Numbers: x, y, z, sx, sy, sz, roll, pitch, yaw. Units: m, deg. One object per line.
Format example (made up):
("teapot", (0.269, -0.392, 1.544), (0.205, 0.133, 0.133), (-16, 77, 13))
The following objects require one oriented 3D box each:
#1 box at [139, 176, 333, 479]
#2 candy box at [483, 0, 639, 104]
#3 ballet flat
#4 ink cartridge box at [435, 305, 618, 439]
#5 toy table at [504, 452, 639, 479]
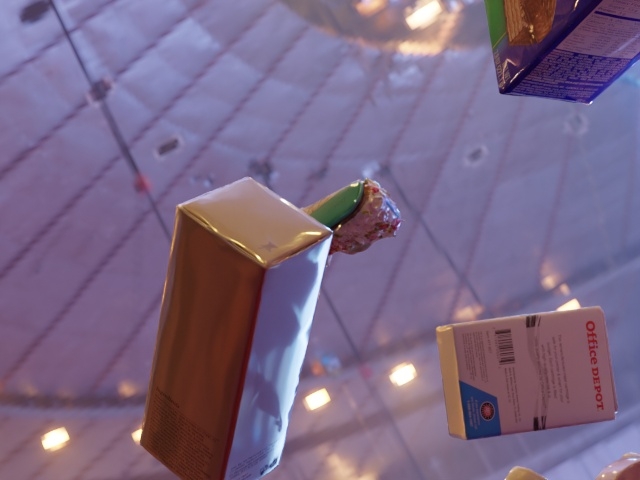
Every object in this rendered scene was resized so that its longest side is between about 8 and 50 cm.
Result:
("box", (-0.079, 0.092, 1.359), (0.094, 0.113, 0.275), (-26, -39, -44))
("candy box", (0.272, -0.323, 1.492), (0.122, 0.268, 0.317), (2, -23, -22))
("ballet flat", (0.000, 0.000, 1.735), (0.077, 0.091, 0.241), (32, -32, -29))
("ink cartridge box", (0.263, 0.169, 1.957), (0.203, 0.148, 0.086), (-6, -5, -12))
("toy table", (0.309, 0.325, 1.525), (0.252, 0.274, 0.161), (-40, 20, -29))
